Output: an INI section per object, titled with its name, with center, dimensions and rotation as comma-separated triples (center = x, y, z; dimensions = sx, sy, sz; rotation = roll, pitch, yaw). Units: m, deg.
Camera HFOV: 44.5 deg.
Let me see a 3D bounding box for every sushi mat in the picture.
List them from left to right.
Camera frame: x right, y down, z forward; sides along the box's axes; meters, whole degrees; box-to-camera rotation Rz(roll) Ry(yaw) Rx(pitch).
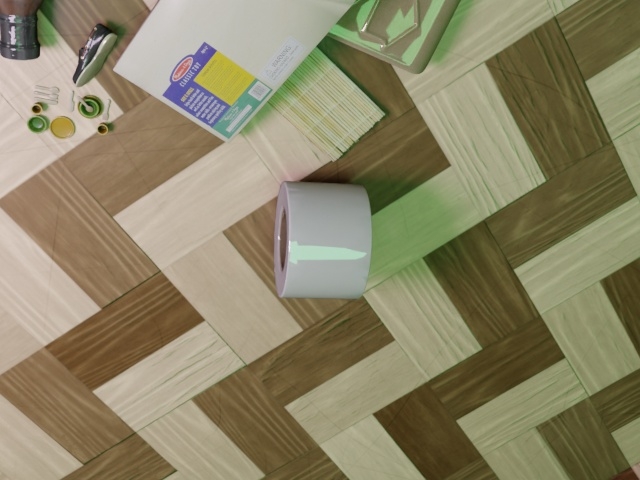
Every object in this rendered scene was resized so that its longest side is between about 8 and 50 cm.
[sushi mat]
center = -0.024, -0.305, 1.591
dimensions = 0.151, 0.019, 0.316
rotation = -44, 116, 13

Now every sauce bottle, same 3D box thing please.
[sauce bottle]
center = -0.530, -0.488, 1.354
dimensions = 0.111, 0.111, 0.344
rotation = 2, 116, -11

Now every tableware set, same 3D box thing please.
[tableware set]
center = -0.495, -0.243, 1.543
dimensions = 0.154, 0.024, 0.104
rotation = 10, 116, -15

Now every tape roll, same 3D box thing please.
[tape roll]
center = 0.000, 0.000, 1.632
dimensions = 0.169, 0.246, 0.246
rotation = 1, 118, -10

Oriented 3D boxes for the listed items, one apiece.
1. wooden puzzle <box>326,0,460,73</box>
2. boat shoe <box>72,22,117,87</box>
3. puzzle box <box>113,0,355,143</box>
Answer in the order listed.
[wooden puzzle]
center = 0.117, -0.520, 1.470
dimensions = 0.347, 0.080, 0.322
rotation = 17, 114, -23
[boat shoe]
center = -0.436, -0.350, 1.486
dimensions = 0.042, 0.049, 0.133
rotation = 41, 115, 3
[puzzle box]
center = -0.165, -0.387, 1.437
dimensions = 0.272, 0.052, 0.409
rotation = 32, 127, -24
